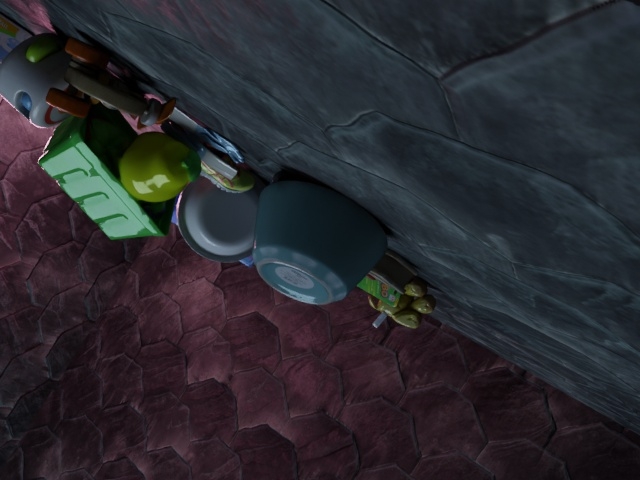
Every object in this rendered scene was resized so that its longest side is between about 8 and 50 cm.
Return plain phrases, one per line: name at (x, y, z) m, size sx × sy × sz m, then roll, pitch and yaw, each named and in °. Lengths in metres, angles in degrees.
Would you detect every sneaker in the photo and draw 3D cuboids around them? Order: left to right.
sneaker at (-0.261, -0.199, 1.588) m, size 0.209 × 0.081 × 0.094 m, roll 23°, pitch 138°, yaw -29°

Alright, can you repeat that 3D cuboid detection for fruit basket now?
fruit basket at (-0.465, -0.196, 1.506) m, size 0.392 × 0.392 × 0.282 m, roll 34°, pitch -149°, yaw -29°

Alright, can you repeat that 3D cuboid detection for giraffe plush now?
giraffe plush at (0.266, 0.184, 1.890) m, size 0.181 × 0.210 × 0.170 m, roll 55°, pitch -157°, yaw 0°

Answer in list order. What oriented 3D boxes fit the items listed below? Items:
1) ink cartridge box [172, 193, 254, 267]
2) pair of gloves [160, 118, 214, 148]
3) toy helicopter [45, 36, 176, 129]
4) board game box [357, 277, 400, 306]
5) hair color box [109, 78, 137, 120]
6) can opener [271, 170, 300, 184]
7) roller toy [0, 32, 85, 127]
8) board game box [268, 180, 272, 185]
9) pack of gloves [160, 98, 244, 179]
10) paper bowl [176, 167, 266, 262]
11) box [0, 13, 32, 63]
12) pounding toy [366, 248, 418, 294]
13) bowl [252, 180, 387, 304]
ink cartridge box at (-0.341, -0.121, 1.925) m, size 0.396 × 0.151 × 0.270 m, roll 31°, pitch -153°, yaw -16°
pair of gloves at (-0.386, -0.292, 1.666) m, size 0.240 × 0.042 × 0.204 m, roll 29°, pitch 176°, yaw 41°
toy helicopter at (-0.438, -0.325, 1.315) m, size 0.235 × 0.140 × 0.355 m, roll 23°, pitch -171°, yaw -13°
board game box at (0.153, 0.094, 1.811) m, size 0.259 × 0.124 × 0.039 m, roll 30°, pitch -156°, yaw 37°
hair color box at (-0.558, -0.393, 1.625) m, size 0.093 × 0.053 × 0.167 m, roll 30°, pitch 175°, yaw -5°
can opener at (0.018, -0.069, 1.345) m, size 0.284 × 0.075 × 0.095 m, roll 33°, pitch 144°, yaw -18°
roller toy at (-0.625, -0.363, 1.362) m, size 0.146 × 0.191 × 0.209 m, roll 44°, pitch -171°, yaw -6°
board game box at (-0.044, -0.096, 1.529) m, size 0.160 × 0.039 × 0.211 m, roll 32°, pitch 177°, yaw -20°
pack of gloves at (-0.286, -0.255, 1.447) m, size 0.232 × 0.046 × 0.195 m, roll 34°, pitch 159°, yaw -12°
paper bowl at (-0.274, -0.077, 1.721) m, size 0.284 × 0.284 × 0.148 m, roll 32°, pitch 176°, yaw -15°
box at (-0.893, -0.562, 1.590) m, size 0.203 × 0.114 × 0.103 m, roll 33°, pitch 177°, yaw -15°
pounding toy at (0.132, 0.091, 1.667) m, size 0.270 × 0.154 × 0.154 m, roll 28°, pitch 170°, yaw 43°
bowl at (-0.025, 0.029, 1.288) m, size 0.312 × 0.163 × 0.311 m, roll 19°, pitch 154°, yaw 10°
